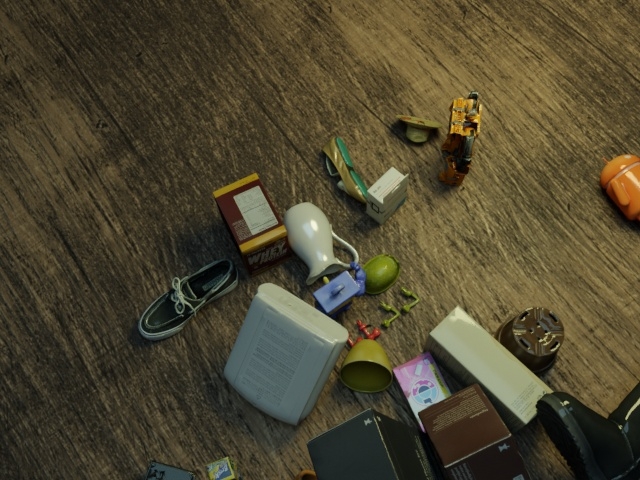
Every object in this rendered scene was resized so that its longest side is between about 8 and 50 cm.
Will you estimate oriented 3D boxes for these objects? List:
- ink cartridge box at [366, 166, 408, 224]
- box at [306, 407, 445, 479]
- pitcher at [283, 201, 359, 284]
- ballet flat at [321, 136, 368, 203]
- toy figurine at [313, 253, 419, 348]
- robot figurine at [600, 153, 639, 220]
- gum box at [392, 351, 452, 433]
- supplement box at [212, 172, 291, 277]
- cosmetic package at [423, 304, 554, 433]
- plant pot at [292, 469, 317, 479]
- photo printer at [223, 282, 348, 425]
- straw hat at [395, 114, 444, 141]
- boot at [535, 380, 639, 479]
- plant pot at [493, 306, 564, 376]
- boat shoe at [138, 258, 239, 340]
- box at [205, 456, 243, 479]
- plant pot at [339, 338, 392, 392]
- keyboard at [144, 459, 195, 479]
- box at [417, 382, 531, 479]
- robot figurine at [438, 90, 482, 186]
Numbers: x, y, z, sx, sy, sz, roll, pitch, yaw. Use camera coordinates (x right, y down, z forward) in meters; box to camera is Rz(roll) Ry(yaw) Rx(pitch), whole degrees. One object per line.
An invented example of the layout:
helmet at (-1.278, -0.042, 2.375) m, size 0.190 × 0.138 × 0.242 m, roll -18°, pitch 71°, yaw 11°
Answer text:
ink cartridge box at (0.182, -0.128, 2.023) m, size 0.060 × 0.180 × 0.104 m, roll 42°, pitch 75°, yaw 17°
box at (0.161, 0.580, 1.611) m, size 0.179 × 0.312 × 0.343 m, roll -32°, pitch 54°, yaw 14°
pitcher at (0.000, 0.000, 2.024) m, size 0.178 × 0.125 × 0.207 m, roll -13°, pitch 69°, yaw -32°
ballet flat at (0.071, -0.189, 2.123) m, size 0.073 × 0.080 × 0.232 m, roll -33°, pitch 64°, yaw 20°
toy figurine at (0.081, 0.154, 1.894) m, size 0.363 × 0.217 × 0.191 m, roll -32°, pitch 70°, yaw -9°
robot figurine at (0.855, -0.144, 2.023) m, size 0.158 × 0.128 × 0.219 m, roll -29°, pitch 69°, yaw -8°
gum box at (0.264, 0.384, 1.873) m, size 0.107 × 0.062 × 0.188 m, roll -24°, pitch 69°, yaw -7°
supplement box at (-0.181, -0.038, 1.998) m, size 0.129 × 0.191 × 0.194 m, roll -25°, pitch 68°, yaw -9°
cosmetic package at (0.411, 0.322, 1.841) m, size 0.113 × 0.160 × 0.309 m, roll -41°, pitch 73°, yaw -14°
plant pot at (-0.021, 0.697, 1.664) m, size 0.203 × 0.291 × 0.291 m, roll -42°, pitch 71°, yaw 5°
photo printer at (-0.096, 0.294, 1.832) m, size 0.256 × 0.107 × 0.307 m, roll 30°, pitch 115°, yaw 16°
straw hat at (0.284, -0.319, 2.156) m, size 0.145 × 0.144 × 0.061 m, roll 15°, pitch 107°, yaw 9°
boot at (0.749, 0.367, 1.734) m, size 0.445 × 0.367 × 0.146 m, roll -37°, pitch 27°, yaw -8°
plant pot at (0.531, 0.249, 1.860) m, size 0.167 × 0.165 × 0.166 m, roll -1°, pitch 69°, yaw 2°
boat shoe at (-0.356, 0.153, 1.976) m, size 0.306 × 0.105 × 0.113 m, roll -29°, pitch 69°, yaw -9°
box at (-0.228, 0.559, 1.770) m, size 0.059 × 0.169 × 0.054 m, roll -21°, pitch 69°, yaw -6°
plant pot at (0.120, 0.310, 1.888) m, size 0.134 × 0.134 × 0.095 m, roll 5°, pitch 43°, yaw 5°
keyboard at (-0.443, 0.698, 1.800) m, size 0.202 × 0.033 × 0.317 m, roll 15°, pitch 68°, yaw 2°
box at (0.353, 0.478, 1.718) m, size 0.167 × 0.168 × 0.203 m, roll -26°, pitch 26°, yaw 1°
robot figurine at (0.379, -0.274, 2.012) m, size 0.085 × 0.291 × 0.211 m, roll 7°, pitch 68°, yaw 6°
